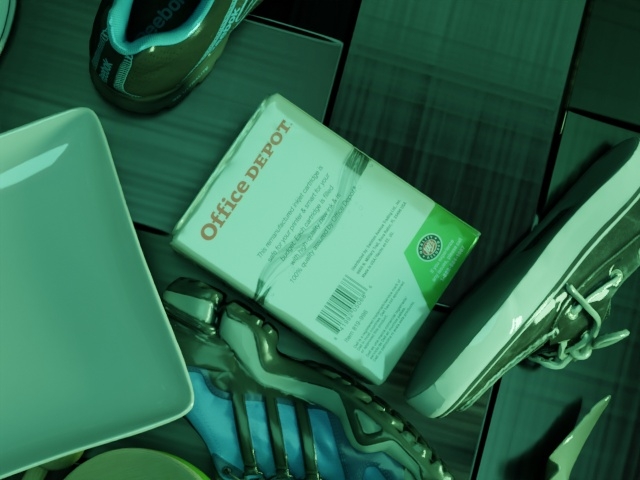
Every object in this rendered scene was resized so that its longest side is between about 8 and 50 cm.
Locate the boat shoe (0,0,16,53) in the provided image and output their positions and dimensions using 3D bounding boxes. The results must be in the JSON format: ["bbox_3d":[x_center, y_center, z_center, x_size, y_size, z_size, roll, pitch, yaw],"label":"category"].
[{"bbox_3d":[-0.326,-0.138,1.130,0.083,0.076,0.226,33,82,-3],"label":"boat shoe"}]

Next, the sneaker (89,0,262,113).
[{"bbox_3d":[-0.063,-0.252,1.138,0.125,0.139,0.341,34,81,0],"label":"sneaker"}]

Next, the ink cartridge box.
[{"bbox_3d":[0.000,0.000,1.148,0.208,0.087,0.153,36,82,-3],"label":"ink cartridge box"}]

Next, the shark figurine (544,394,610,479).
[{"bbox_3d":[0.266,0.284,1.157,0.116,0.166,0.278,-20,66,-23],"label":"shark figurine"}]

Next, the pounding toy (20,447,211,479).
[{"bbox_3d":[-0.144,0.245,1.117,0.236,0.110,0.183,21,94,25],"label":"pounding toy"}]

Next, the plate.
[{"bbox_3d":[-0.267,0.059,1.101,0.277,0.045,0.278,-20,71,-4],"label":"plate"}]

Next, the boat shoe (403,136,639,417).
[{"bbox_3d":[0.197,0.050,1.156,0.105,0.113,0.306,47,66,-6],"label":"boat shoe"}]

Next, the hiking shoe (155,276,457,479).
[{"bbox_3d":[-0.024,0.159,1.131,0.304,0.113,0.132,35,90,8],"label":"hiking shoe"}]
